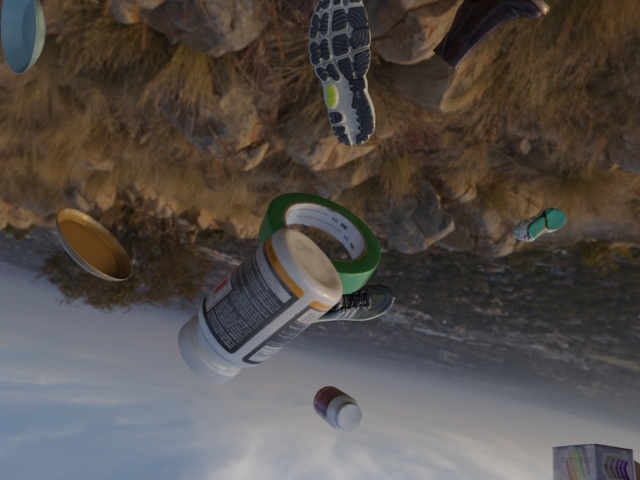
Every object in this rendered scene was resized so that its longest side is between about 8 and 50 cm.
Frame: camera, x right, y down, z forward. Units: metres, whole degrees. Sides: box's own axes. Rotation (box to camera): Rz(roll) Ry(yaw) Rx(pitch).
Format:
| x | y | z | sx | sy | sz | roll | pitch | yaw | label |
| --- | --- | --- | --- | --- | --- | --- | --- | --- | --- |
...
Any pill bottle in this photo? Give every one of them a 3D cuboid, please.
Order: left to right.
| x | y | z | sx | sy | sz | roll | pitch | yaw | label |
| --- | --- | --- | --- | --- | --- | --- | --- | --- | --- |
| -0.110 | 0.119 | 0.826 | 0.278 | 0.162 | 0.162 | -40 | 140 | 16 | pill bottle |
| 0.044 | 0.421 | 1.173 | 0.086 | 0.086 | 0.152 | 20 | 169 | -17 | pill bottle |

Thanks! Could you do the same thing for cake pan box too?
| x | y | z | sx | sy | sz | roll | pitch | yaw | label |
| --- | --- | --- | --- | --- | --- | --- | --- | --- | --- |
| 0.483 | 0.497 | 0.836 | 0.070 | 0.246 | 0.267 | 4 | 157 | 11 | cake pan box |

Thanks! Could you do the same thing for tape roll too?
| x | y | z | sx | sy | sz | roll | pitch | yaw | label |
| --- | --- | --- | --- | --- | --- | --- | --- | --- | --- |
| 0.000 | 0.000 | 1.238 | 0.321 | 0.321 | 0.077 | 19 | 123 | -13 | tape roll |

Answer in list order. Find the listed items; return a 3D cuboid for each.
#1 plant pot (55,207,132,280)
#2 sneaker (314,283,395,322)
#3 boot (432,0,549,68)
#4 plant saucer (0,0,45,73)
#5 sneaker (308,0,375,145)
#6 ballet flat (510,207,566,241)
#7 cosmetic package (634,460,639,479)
| x | y | z | sx | sy | sz | roll | pitch | yaw | label |
| --- | --- | --- | --- | --- | --- | --- | --- | --- | --- |
| -0.589 | 0.017 | 1.217 | 0.236 | 0.032 | 0.236 | 51 | -176 | -5 | plant pot |
| 0.071 | 0.181 | 1.344 | 0.299 | 0.111 | 0.121 | -9 | 170 | -5 | sneaker |
| 0.380 | -0.481 | 1.077 | 0.090 | 0.207 | 0.248 | 22 | -154 | -31 | boot |
| -0.634 | -0.456 | 1.014 | 0.195 | 0.195 | 0.037 | 3 | -174 | 38 | plant saucer |
| 0.039 | -0.312 | 0.861 | 0.107 | 0.110 | 0.275 | -5 | 125 | 5 | sneaker |
| 0.717 | -0.057 | 1.559 | 0.241 | 0.091 | 0.077 | -15 | -171 | -34 | ballet flat |
| 0.805 | 0.659 | 1.186 | 0.127 | 0.107 | 0.238 | 28 | -161 | -7 | cosmetic package |
